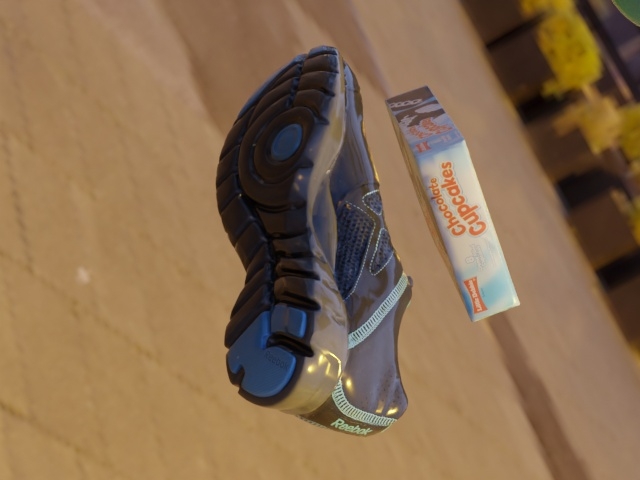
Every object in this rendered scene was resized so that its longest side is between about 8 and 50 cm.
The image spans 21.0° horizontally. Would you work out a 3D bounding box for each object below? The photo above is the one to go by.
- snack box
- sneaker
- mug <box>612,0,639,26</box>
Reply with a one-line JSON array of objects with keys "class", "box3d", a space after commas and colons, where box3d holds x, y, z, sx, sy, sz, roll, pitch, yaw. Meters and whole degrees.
[{"class": "snack box", "box3d": [0.139, -0.049, 1.888, 0.322, 0.060, 0.187, -103, 173, -75]}, {"class": "sneaker", "box3d": [0.000, 0.000, 1.374, 0.140, 0.125, 0.340, 31, 48, -37]}, {"class": "mug", "box3d": [0.347, -0.290, 1.786, 0.157, 0.097, 0.129, 48, 52, 0]}]
